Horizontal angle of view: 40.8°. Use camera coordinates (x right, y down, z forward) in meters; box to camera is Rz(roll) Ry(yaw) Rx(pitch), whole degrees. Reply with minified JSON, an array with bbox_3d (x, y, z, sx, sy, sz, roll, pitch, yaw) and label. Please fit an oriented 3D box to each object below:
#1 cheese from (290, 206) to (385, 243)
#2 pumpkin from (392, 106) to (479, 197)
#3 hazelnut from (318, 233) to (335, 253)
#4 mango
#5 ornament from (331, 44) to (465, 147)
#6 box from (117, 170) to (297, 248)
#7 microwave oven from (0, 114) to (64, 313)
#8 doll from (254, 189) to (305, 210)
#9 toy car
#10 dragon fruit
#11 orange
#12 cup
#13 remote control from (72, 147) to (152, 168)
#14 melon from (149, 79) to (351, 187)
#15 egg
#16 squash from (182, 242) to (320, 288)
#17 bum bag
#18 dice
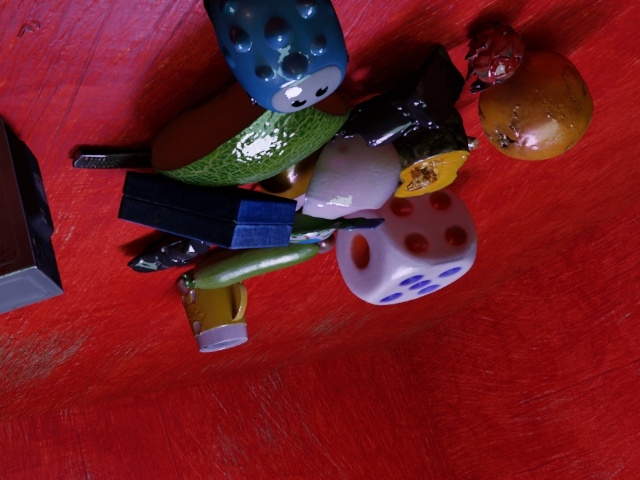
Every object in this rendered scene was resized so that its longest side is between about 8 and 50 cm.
[{"bbox_3d":[0.004,-0.042,2.213,0.321,0.083,0.204,2,-164,24],"label":"cheese"},{"bbox_3d":[0.260,-0.213,2.031,0.222,0.139,0.317,-19,164,-5],"label":"pumpkin"},{"bbox_3d":[0.000,0.000,2.476,0.086,0.086,0.086,-17,161,-6],"label":"hazelnut"},{"bbox_3d":[-0.062,-0.174,1.877,0.152,0.120,0.221,-22,158,-31],"label":"mango"},{"bbox_3d":[0.140,-0.272,1.748,0.260,0.106,0.251,-16,-155,36],"label":"ornament"},{"bbox_3d":[-0.225,-0.061,1.771,0.261,0.116,0.279,15,-174,21],"label":"box"},{"bbox_3d":[-0.592,-0.026,1.493,0.238,0.295,0.181,-18,160,-5],"label":"microwave oven"},{"bbox_3d":[0.015,-0.125,2.124,0.365,0.094,0.160,-9,156,-28],"label":"doll"},{"bbox_3d":[-0.060,-0.310,1.313,0.189,0.190,0.255,-24,120,4],"label":"toy car"},{"bbox_3d":[0.346,-0.372,1.732,0.130,0.121,0.142,-18,159,11],"label":"dragon fruit"},{"bbox_3d":[0.468,-0.297,1.873,0.246,0.246,0.246,-17,161,-6],"label":"orange"},{"bbox_3d":[-0.290,0.191,2.493,0.185,0.226,0.241,-1,162,-43],"label":"cup"},{"bbox_3d":[-0.391,-0.165,1.723,0.212,0.028,0.059,-3,159,-38],"label":"remote control"},{"bbox_3d":[-0.147,-0.203,1.627,0.343,0.226,0.331,-39,180,23],"label":"melon"},{"bbox_3d":[0.089,-0.149,1.863,0.271,0.162,0.206,-48,158,-65],"label":"egg"},{"bbox_3d":[-0.196,0.053,2.384,0.395,0.107,0.107,-17,161,1],"label":"squash"},{"bbox_3d":[-0.335,0.007,2.151,0.340,0.095,0.144,-25,175,20],"label":"bum bag"},{"bbox_3d":[0.238,0.010,2.443,0.304,0.276,0.304,-8,156,-26],"label":"dice"}]
